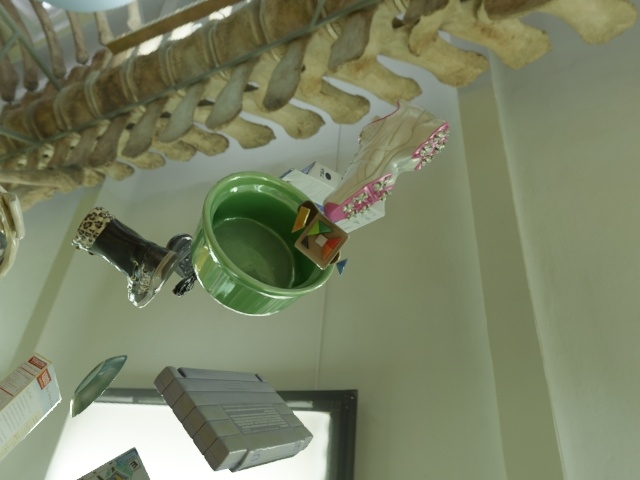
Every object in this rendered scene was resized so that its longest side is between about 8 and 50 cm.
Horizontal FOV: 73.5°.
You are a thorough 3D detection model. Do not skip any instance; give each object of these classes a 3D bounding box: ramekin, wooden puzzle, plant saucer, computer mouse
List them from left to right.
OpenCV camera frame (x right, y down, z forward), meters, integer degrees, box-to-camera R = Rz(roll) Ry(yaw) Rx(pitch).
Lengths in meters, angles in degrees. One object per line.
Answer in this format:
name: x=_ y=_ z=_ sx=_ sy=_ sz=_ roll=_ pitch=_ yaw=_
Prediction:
plant saucer: x=-0.603 y=0.376 z=1.146 sx=0.195 sy=0.037 sz=0.195 roll=-37 pitch=-162 yaw=15
computer mouse: x=-0.525 y=0.072 z=1.627 sx=0.072 sy=0.272 sz=0.188 roll=27 pitch=-125 yaw=24
ramekin: x=-0.130 y=0.013 z=0.929 sx=0.148 sy=0.303 sz=0.303 roll=-46 pitch=-139 yaw=41
wooden puzzle: x=0.000 y=0.000 z=0.697 sx=0.116 sy=0.014 sz=0.079 roll=32 pitch=-82 yaw=15

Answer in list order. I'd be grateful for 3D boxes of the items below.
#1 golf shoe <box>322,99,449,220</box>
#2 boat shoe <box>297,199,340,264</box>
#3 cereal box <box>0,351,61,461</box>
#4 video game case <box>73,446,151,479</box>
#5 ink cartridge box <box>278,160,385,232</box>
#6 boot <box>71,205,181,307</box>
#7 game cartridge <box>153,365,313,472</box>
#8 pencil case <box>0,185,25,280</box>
golf shoe: x=0.111 y=-0.163 z=0.867 sx=0.306 sy=0.115 sz=0.140 roll=-39 pitch=-108 yaw=-7
boat shoe: x=0.005 y=-0.014 z=0.789 sx=0.050 sy=0.045 sz=0.135 roll=-31 pitch=-113 yaw=15
cereal box: x=-0.576 y=0.334 z=0.753 sx=0.047 sy=0.173 sz=0.240 roll=29 pitch=-138 yaw=3
video game case: x=-0.627 y=0.806 z=1.210 sx=0.329 sy=0.036 sz=0.300 roll=-20 pitch=-124 yaw=-37
ink cartridge box: x=0.010 y=-0.125 z=1.200 sx=0.165 sy=0.332 sz=0.065 roll=-24 pitch=-127 yaw=45
boot: x=-0.615 y=0.061 z=1.340 sx=0.377 sy=0.284 sz=0.138 roll=-33 pitch=-156 yaw=52
game cartridge: x=-0.169 y=0.375 z=0.920 sx=0.068 sy=0.355 sz=0.230 roll=-48 pitch=-121 yaw=2
pencil case: x=-0.481 y=-0.051 z=0.516 sx=0.183 sy=0.160 sz=0.410 roll=-30 pitch=-147 yaw=-33
